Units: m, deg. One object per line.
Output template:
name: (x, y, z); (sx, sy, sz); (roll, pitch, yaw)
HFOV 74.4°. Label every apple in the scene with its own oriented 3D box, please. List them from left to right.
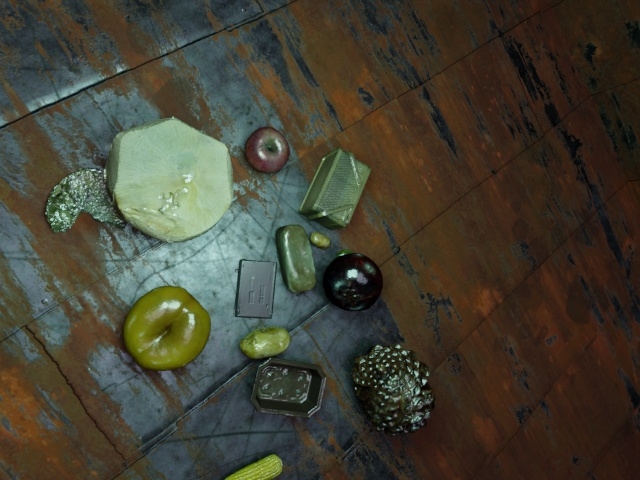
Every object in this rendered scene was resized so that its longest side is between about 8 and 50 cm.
apple: (-0.180, -0.298, 1.412); (0.153, 0.120, 0.154); (0, 89, -29)

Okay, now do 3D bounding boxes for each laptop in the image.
laptop: (-0.219, 0.165, 1.428); (0.135, 0.016, 0.197); (6, 85, -22)

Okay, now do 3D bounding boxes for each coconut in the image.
coconut: (-0.416, -0.168, 1.174); (0.346, 0.360, 0.347); (1, 87, -25)

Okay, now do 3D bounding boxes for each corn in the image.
corn: (-0.220, 0.767, 1.373); (0.203, 0.072, 0.072); (-15, 94, -22)

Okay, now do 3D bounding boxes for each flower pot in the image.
flower pot: (-0.114, 0.489, 1.422); (0.250, 0.084, 0.179); (16, 82, -21)

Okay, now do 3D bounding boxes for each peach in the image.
peach: (-0.456, 0.263, 1.253); (0.251, 0.153, 0.251); (5, 78, -24)

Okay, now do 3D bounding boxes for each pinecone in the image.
pinecone: (0.264, 0.527, 1.484); (0.242, 0.298, 0.296); (-30, 119, -46)

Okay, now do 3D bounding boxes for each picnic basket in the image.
picnic basket: (0.049, -0.178, 1.479); (0.139, 0.165, 0.267); (28, 77, -19)

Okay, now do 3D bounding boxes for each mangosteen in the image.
mangosteen: (0.116, 0.141, 1.485); (0.216, 0.216, 0.216); (1, 87, -23)

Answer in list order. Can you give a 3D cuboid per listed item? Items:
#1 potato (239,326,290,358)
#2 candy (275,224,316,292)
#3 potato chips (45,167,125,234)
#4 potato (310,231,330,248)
potato: (-0.182, 0.335, 1.391); (0.170, 0.107, 0.080); (-2, 130, -23)
candy: (-0.086, 0.061, 1.442); (0.102, 0.104, 0.234); (-8, 91, -22)
potato chips: (-0.685, -0.108, 1.239); (0.219, 0.029, 0.202); (-22, 96, -25)
potato: (0.000, 0.000, 1.517); (0.083, 0.040, 0.051); (28, 65, -21)
